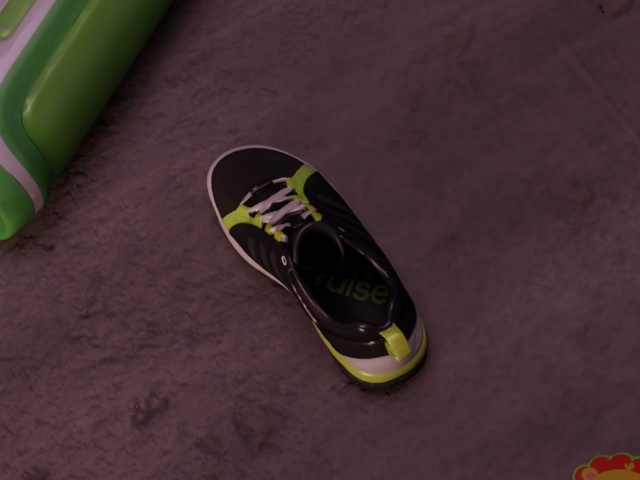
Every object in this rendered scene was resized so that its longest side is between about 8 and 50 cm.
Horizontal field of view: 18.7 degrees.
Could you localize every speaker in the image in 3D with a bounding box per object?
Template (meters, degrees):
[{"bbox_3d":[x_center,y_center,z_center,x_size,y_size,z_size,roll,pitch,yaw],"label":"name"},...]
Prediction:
[{"bbox_3d":[-0.199,-0.149,1.444,0.131,0.131,0.296,20,65,21],"label":"speaker"}]

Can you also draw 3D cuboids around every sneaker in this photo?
[{"bbox_3d":[0.000,0.000,1.335,0.084,0.097,0.234,-36,60,-11],"label":"sneaker"}]

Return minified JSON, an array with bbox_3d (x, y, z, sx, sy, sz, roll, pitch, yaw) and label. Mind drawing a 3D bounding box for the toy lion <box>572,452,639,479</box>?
[{"bbox_3d":[0.200,0.182,1.231,0.100,0.034,0.096,17,57,19],"label":"toy lion"}]
